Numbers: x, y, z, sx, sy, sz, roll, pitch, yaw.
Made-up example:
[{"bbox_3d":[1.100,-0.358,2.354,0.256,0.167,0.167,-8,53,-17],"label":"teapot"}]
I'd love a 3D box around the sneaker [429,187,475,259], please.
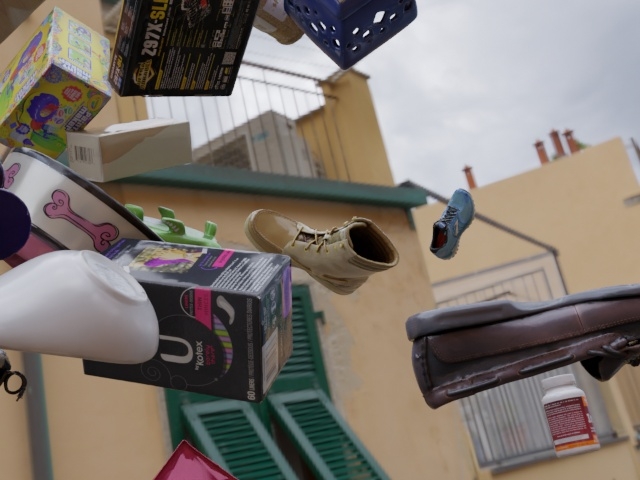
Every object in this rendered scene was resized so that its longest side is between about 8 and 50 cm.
[{"bbox_3d":[0.283,-0.036,1.658,0.063,0.162,0.073,22,7,40],"label":"sneaker"}]

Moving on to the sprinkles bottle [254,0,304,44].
[{"bbox_3d":[-0.175,-0.597,1.870,0.121,0.121,0.355,-24,-23,30],"label":"sprinkles bottle"}]

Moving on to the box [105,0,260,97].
[{"bbox_3d":[-0.250,-0.429,1.459,0.257,0.079,0.322,-8,-46,-39],"label":"box"}]

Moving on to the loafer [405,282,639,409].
[{"bbox_3d":[0.236,0.101,0.729,0.303,0.095,0.109,-7,-15,7],"label":"loafer"}]

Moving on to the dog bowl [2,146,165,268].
[{"bbox_3d":[-0.411,0.030,1.317,0.150,0.408,0.408,-54,-7,-20],"label":"dog bowl"}]

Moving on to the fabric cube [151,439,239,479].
[{"bbox_3d":[-0.264,0.604,1.496,0.254,0.259,0.258,-49,-11,-42],"label":"fabric cube"}]

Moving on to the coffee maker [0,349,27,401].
[{"bbox_3d":[-0.627,0.225,1.363,0.171,0.120,0.178,10,-8,-6],"label":"coffee maker"}]

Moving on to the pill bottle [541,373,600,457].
[{"bbox_3d":[0.487,0.344,1.503,0.086,0.152,0.086,-9,-20,-3],"label":"pill bottle"}]

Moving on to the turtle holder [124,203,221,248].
[{"bbox_3d":[-0.375,0.050,1.964,0.321,0.227,0.243,16,5,0],"label":"turtle holder"}]

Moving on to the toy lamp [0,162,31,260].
[{"bbox_3d":[-0.361,-0.050,0.796,0.080,0.080,0.275,-3,17,-27],"label":"toy lamp"}]

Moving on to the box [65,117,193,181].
[{"bbox_3d":[-0.505,-0.248,2.047,0.148,0.121,0.311,11,21,34],"label":"box"}]

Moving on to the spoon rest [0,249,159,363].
[{"bbox_3d":[-0.231,0.046,0.618,0.084,0.137,0.276,-50,-26,3],"label":"spoon rest"}]

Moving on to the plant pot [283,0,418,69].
[{"bbox_3d":[0.063,-0.570,1.717,0.236,0.236,0.212,-38,-19,-8],"label":"plant pot"}]

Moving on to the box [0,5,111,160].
[{"bbox_3d":[-0.715,-0.409,2.040,0.290,0.279,0.177,-40,-47,23],"label":"box"}]

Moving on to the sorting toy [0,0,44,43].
[{"bbox_3d":[-0.617,-0.488,1.330,0.089,0.255,0.257,9,-39,23],"label":"sorting toy"}]

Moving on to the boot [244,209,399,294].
[{"bbox_3d":[0.000,0.000,1.423,0.262,0.095,0.203,33,-27,-11],"label":"boot"}]

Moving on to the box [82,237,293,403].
[{"bbox_3d":[-0.187,0.105,1.068,0.271,0.165,0.143,6,22,15],"label":"box"}]
